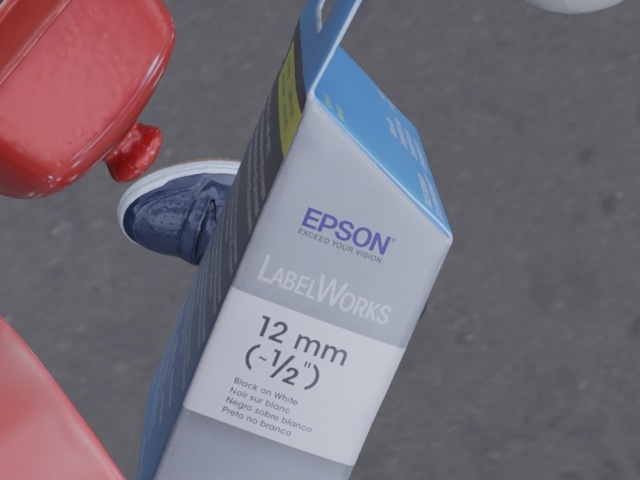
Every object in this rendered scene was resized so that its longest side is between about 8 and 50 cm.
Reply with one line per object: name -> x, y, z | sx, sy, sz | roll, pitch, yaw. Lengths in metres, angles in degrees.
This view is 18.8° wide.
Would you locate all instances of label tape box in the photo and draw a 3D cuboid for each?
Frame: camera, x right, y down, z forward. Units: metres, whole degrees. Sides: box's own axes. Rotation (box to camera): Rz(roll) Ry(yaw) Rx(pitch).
label tape box -> 0.000, 0.000, 1.150 | 0.115, 0.249, 0.348 | 22, 105, -8

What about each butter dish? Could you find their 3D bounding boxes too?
butter dish -> -0.128, -0.075, 0.954 | 0.118, 0.160, 0.160 | 42, 73, -22

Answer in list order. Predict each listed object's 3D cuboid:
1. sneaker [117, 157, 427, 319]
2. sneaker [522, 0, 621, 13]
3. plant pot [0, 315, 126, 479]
sneaker -> -0.036, 0.015, 1.713 | 0.282, 0.099, 0.153 | 7, 36, -16
sneaker -> 0.014, -0.153, 0.363 | 0.126, 0.091, 0.240 | 22, 47, -29
plant pot -> -0.180, 0.200, 0.818 | 0.243, 0.275, 0.275 | -32, 94, -16
